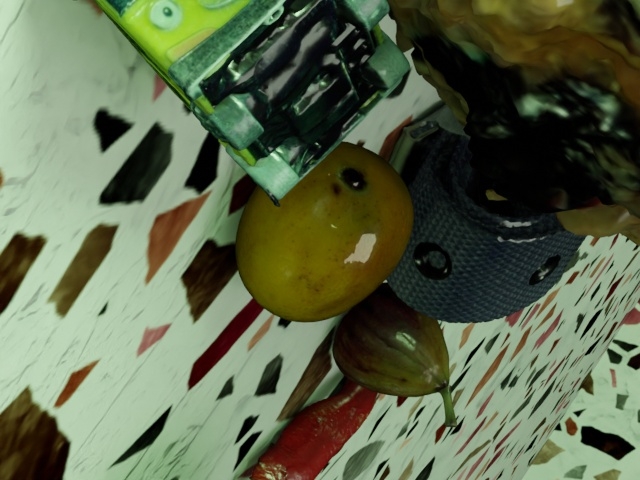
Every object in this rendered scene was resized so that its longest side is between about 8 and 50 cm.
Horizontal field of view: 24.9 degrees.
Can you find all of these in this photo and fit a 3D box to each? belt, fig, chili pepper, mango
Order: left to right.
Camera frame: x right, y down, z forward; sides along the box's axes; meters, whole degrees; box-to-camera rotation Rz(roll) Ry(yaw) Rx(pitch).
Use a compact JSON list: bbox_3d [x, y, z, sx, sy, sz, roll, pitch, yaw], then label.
[{"bbox_3d":[-0.005,0.166,1.198,0.268,0.050,0.059,-41,142,-41],"label":"chili pepper"},{"bbox_3d":[0.003,-0.004,0.847,0.111,0.089,0.163,-45,173,5],"label":"mango"},{"bbox_3d":[0.073,0.093,1.139,0.089,0.125,0.089,-43,159,-21],"label":"fig"},{"bbox_3d":[0.131,-0.030,1.065,0.230,0.140,0.126,-40,163,-45],"label":"belt"}]

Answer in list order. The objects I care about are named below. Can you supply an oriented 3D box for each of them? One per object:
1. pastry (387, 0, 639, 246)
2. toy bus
[{"bbox_3d":[0.172,-0.136,0.585,0.337,0.405,0.292,30,85,-33],"label":"pastry"},{"bbox_3d":[-0.031,-0.086,0.570,0.088,0.101,0.175,-44,166,-1],"label":"toy bus"}]
